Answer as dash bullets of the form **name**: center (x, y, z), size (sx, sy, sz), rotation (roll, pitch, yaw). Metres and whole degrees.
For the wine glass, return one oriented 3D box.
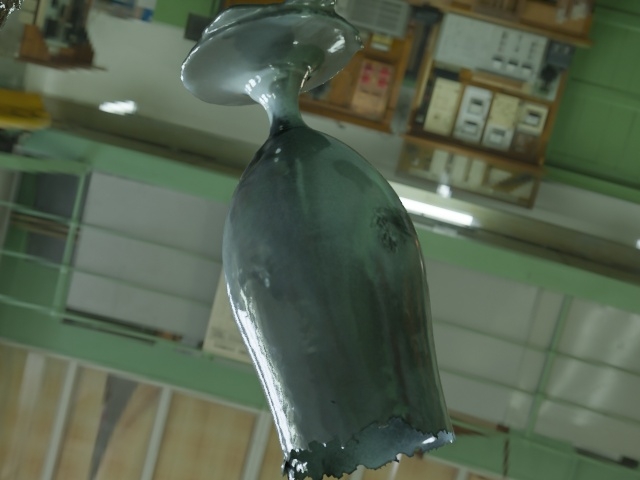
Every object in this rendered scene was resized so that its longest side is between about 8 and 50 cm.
- **wine glass**: center (0.000, 0.000, 0.522), size (0.103, 0.222, 0.103), rotation (-14, 164, -4)

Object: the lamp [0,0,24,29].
- **lamp**: center (-0.368, -0.282, 1.035), size (0.180, 0.180, 0.258), rotation (14, -139, -2)
